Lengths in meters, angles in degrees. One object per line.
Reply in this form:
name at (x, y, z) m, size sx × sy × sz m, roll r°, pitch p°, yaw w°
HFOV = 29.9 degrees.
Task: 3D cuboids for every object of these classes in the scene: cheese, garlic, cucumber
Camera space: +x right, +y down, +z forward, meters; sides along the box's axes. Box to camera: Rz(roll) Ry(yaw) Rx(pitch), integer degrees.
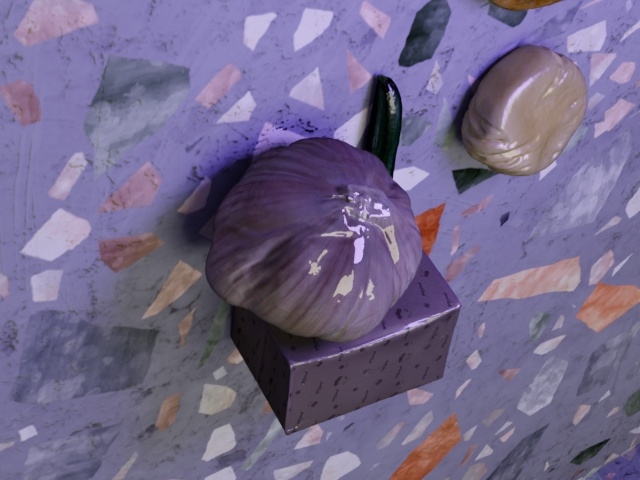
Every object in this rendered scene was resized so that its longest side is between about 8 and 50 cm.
cheese at (0.336, -0.217, 1.988) m, size 0.226 × 0.117 × 0.214 m, roll -55°, pitch 142°, yaw 6°
garlic at (0.000, 0.000, 1.695) m, size 0.317 × 0.317 × 0.259 m, roll -12°, pitch 161°, yaw -39°
cucumber at (0.096, -0.138, 1.863) m, size 0.056 × 0.056 × 0.284 m, roll -26°, pitch 141°, yaw -26°

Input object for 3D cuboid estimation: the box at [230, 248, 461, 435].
box at (0.035, 0.130, 1.898) m, size 0.297 × 0.225 × 0.190 m, roll -18°, pitch 141°, yaw -20°

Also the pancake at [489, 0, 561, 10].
pancake at (0.350, -0.502, 1.718) m, size 0.387 × 0.082 × 0.387 m, roll -25°, pitch 138°, yaw -25°
